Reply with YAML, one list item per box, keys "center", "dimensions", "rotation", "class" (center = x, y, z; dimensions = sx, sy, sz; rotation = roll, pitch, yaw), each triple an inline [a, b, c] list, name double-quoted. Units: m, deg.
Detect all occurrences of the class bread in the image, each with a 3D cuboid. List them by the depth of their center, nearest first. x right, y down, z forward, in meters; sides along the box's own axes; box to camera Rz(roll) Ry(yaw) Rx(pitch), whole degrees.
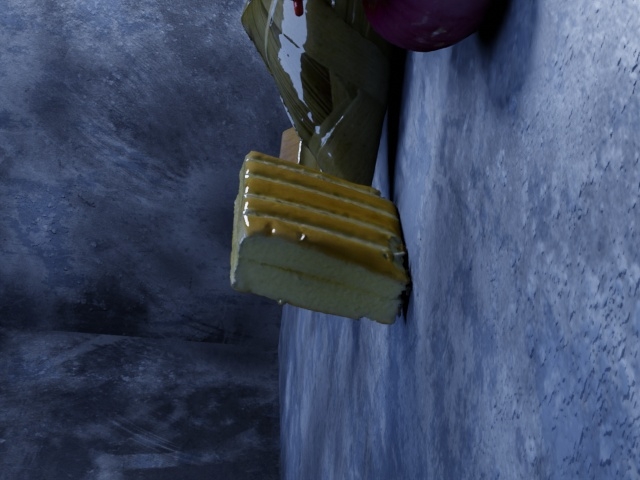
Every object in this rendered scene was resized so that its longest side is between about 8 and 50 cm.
- center: [0.000, 0.000, 1.351]
  dimensions: [0.239, 0.246, 0.111]
  rotation: [-94, 22, -59]
  class: "bread"

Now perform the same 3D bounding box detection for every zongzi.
- center: [0.081, -0.358, 1.448]
  dimensions: [0.467, 0.218, 0.500]
  rotation: [64, 145, 31]
  class: "zongzi"

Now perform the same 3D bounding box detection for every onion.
- center: [0.102, -0.275, 0.972]
  dimensions: [0.177, 0.153, 0.177]
  rotation: [14, -90, -86]
  class: "onion"

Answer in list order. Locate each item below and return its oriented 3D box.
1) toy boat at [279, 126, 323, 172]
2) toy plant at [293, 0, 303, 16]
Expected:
- center: [-0.002, -0.102, 1.829]
  dimensions: [0.136, 0.162, 0.446]
  rotation: [110, 164, -61]
  class: "toy boat"
- center: [-0.041, -0.437, 1.345]
  dimensions: [0.154, 0.088, 0.240]
  rotation: [-137, 40, -84]
  class: "toy plant"
